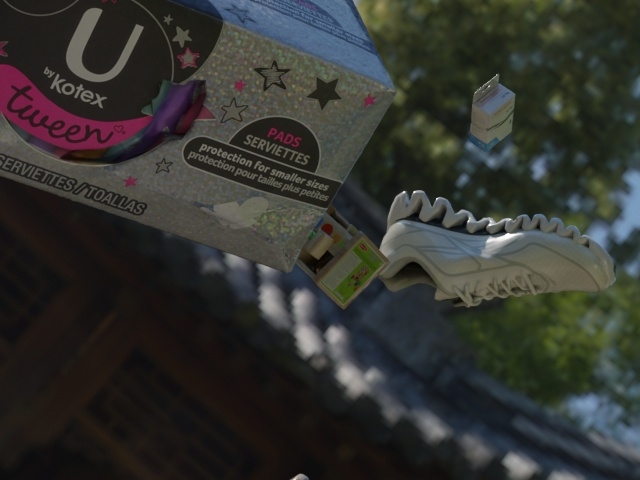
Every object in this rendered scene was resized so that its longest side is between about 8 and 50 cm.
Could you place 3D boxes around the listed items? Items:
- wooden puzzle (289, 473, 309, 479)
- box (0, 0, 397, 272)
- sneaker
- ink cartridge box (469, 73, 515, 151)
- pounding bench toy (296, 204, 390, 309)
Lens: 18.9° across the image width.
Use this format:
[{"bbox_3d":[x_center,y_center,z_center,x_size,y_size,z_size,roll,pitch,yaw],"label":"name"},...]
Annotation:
[{"bbox_3d":[-0.089,0.306,1.444,0.044,0.221,0.238,33,-39,40],"label":"wooden puzzle"},{"bbox_3d":[-0.104,-0.110,1.107,0.247,0.142,0.163,19,26,-24],"label":"box"},{"bbox_3d":[0.199,0.030,2.226,0.292,0.118,0.110,10,-32,29],"label":"sneaker"},{"bbox_3d":[0.203,-0.150,2.268,0.028,0.048,0.083,36,-30,26],"label":"ink cartridge box"},{"bbox_3d":[0.000,0.000,1.458,0.065,0.052,0.083,44,0,35],"label":"pounding bench toy"}]
